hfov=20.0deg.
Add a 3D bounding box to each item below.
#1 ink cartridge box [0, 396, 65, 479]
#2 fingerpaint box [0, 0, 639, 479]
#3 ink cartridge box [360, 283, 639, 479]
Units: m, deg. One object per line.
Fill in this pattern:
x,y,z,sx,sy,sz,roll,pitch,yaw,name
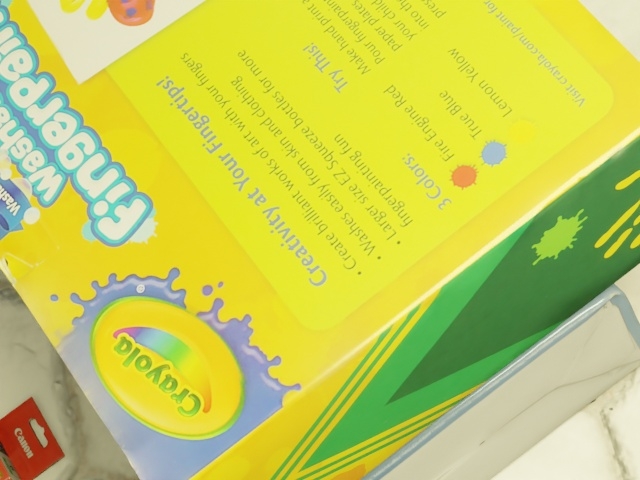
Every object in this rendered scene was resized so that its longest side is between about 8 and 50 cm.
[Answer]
-0.255,0.168,1.356,0.115,0.029,0.063,-36,61,1,ink cartridge box
-0.043,-0.083,1.157,0.371,0.163,0.445,-38,61,-2,fingerpaint box
0.000,0.000,1.285,0.270,0.151,0.395,-37,60,-1,ink cartridge box
